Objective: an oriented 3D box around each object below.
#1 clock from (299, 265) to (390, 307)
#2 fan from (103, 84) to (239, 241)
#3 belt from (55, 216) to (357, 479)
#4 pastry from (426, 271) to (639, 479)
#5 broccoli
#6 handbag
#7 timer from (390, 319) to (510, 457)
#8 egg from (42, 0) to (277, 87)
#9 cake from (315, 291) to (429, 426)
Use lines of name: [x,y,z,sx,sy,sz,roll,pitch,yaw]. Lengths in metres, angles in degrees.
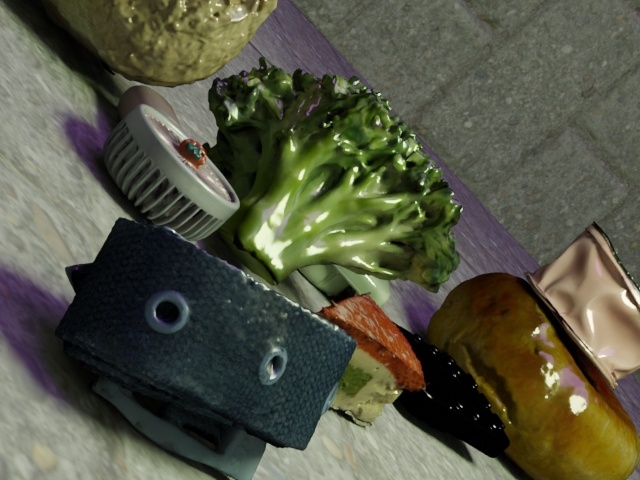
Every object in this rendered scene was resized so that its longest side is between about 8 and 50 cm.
clock: [0.000,0.000,1.598,0.191,0.062,0.151,46,12,-14]
fan: [-0.148,-0.086,1.283,0.130,0.074,0.244,42,9,-30]
belt: [-0.076,0.080,0.913,0.122,0.128,0.218,19,-12,43]
pastry: [0.284,0.195,1.825,0.356,0.164,0.356,52,7,-8]
broccoli: [-0.013,-0.036,1.394,0.288,0.245,0.248,26,-36,34]
handbag: [0.365,0.083,1.778,0.179,0.116,0.205,43,12,-53]
timer: [0.131,0.173,1.569,0.187,0.055,0.144,34,16,-41]
egg: [-0.172,-0.303,1.402,0.310,0.279,0.279,55,12,20]
cake: [0.032,0.118,1.265,0.116,0.086,0.220,49,10,6]
